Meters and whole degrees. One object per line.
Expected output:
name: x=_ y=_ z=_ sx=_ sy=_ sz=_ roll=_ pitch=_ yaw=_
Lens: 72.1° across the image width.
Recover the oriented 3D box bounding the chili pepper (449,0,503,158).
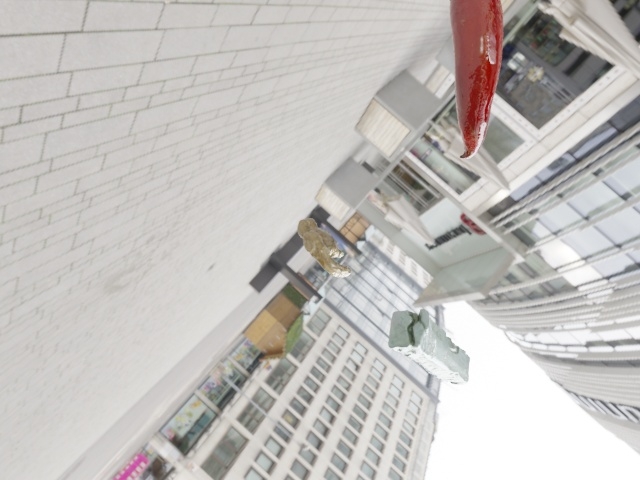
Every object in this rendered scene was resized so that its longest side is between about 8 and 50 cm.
chili pepper: x=0.269 y=-0.346 z=0.789 sx=0.137 sy=0.091 sz=0.369 roll=79 pitch=17 yaw=-82

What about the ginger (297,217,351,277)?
ginger: x=-0.009 y=-0.007 z=1.166 sx=0.065 sy=0.149 sz=0.259 roll=-42 pitch=-145 yaw=10

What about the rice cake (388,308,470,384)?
rice cake: x=0.201 y=0.194 z=0.764 sx=0.336 sy=0.062 sz=0.066 roll=41 pitch=55 yaw=-52
